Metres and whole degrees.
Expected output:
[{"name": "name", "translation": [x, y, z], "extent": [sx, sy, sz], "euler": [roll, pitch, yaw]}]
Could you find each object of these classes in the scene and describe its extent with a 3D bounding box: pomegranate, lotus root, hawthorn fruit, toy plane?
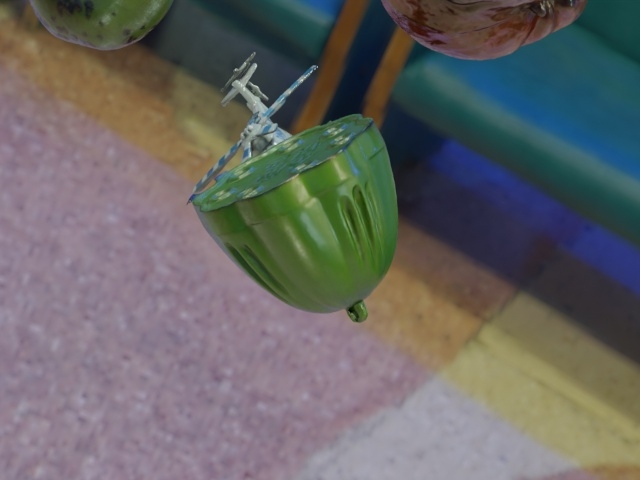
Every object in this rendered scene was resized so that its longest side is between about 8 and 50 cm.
[{"name": "pomegranate", "translation": [-0.174, -0.206, 1.383], "extent": [0.122, 0.122, 0.161], "euler": [31, 7, 10]}, {"name": "lotus root", "translation": [0.000, 0.000, 1.611], "extent": [0.186, 0.186, 0.186], "euler": [19, 30, -11]}, {"name": "hawthorn fruit", "translation": [0.127, -0.296, 1.512], "extent": [0.242, 0.242, 0.272], "euler": [-12, 63, -47]}, {"name": "toy plane", "translation": [-0.056, -0.101, 1.956], "extent": [0.107, 0.182, 0.273], "euler": [38, -6, -22]}]
